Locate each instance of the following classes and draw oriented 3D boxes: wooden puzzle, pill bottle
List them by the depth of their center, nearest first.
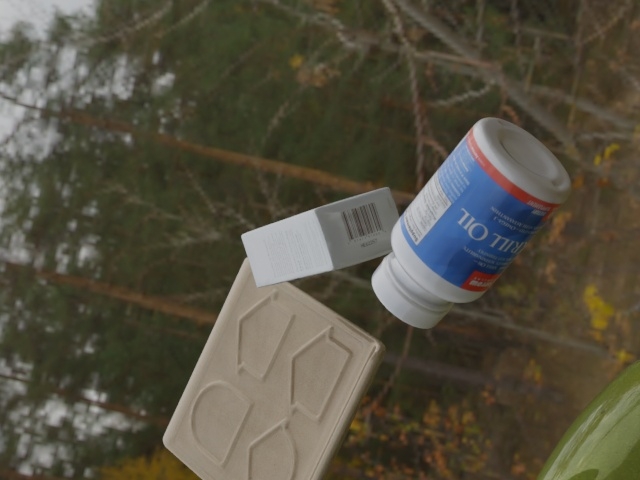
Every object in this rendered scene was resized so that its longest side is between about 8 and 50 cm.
[{"bbox_3d":[0.153,-0.012,1.297,0.221,0.124,0.124,-53,8,29],"label":"pill bottle"},{"bbox_3d":[-0.064,0.231,1.776,0.080,0.348,0.322,19,-81,-43],"label":"wooden puzzle"}]

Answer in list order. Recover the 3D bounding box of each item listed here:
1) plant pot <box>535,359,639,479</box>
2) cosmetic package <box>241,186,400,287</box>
[{"bbox_3d":[0.338,0.282,1.278,0.293,0.275,0.274,-15,-57,-48],"label":"plant pot"},{"bbox_3d":[0.000,0.000,1.582,0.231,0.117,0.085,-20,87,63],"label":"cosmetic package"}]
